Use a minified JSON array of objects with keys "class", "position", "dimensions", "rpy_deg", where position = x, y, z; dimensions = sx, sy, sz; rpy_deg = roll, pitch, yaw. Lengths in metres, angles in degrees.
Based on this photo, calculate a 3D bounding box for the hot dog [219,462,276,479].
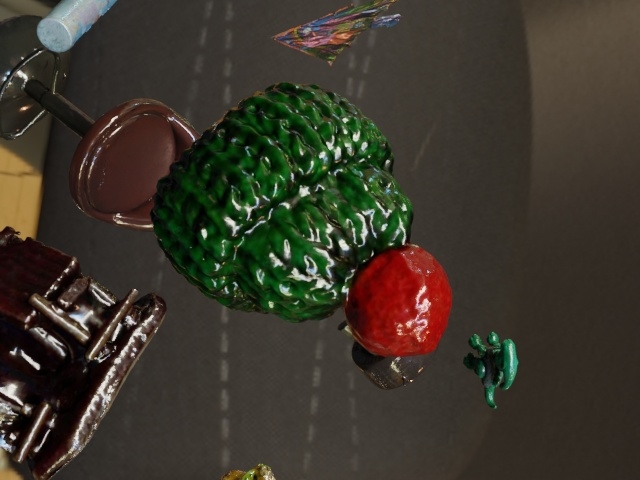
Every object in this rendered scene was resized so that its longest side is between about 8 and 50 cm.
[{"class":"hot dog","position":[-0.082,0.328,0.944],"dimensions":[0.104,0.076,0.250],"rpy_deg":[33,-72,60]}]

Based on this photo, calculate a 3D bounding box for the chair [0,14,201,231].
[{"class":"chair","position":[-0.381,-0.185,1.612],"dimensions":[0.401,0.226,0.226],"rpy_deg":[35,-62,27]}]

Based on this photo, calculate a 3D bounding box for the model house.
[{"class":"model house","position":[-0.268,0.098,0.903],"dimensions":[0.141,0.164,0.203],"rpy_deg":[-15,-140,48]}]

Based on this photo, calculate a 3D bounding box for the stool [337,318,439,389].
[{"class":"stool","position":[0.104,0.135,1.503],"dimensions":[0.125,0.121,0.217],"rpy_deg":[-34,-159,20]}]

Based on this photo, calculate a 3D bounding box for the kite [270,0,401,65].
[{"class":"kite","position":[0.024,-0.331,1.583],"dimensions":[0.321,0.234,0.016],"rpy_deg":[-29,-103,64]}]

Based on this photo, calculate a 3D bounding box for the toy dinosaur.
[{"class":"toy dinosaur","position":[0.265,0.196,1.512],"dimensions":[0.096,0.059,0.132],"rpy_deg":[-127,-145,-58]}]

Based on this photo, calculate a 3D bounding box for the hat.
[{"class":"hat","position":[0.000,0.000,1.077],"dimensions":[0.274,0.242,0.332],"rpy_deg":[-47,-116,1]}]

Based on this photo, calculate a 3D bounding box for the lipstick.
[{"class":"lipstick","position":[-0.295,-0.289,1.229],"dimensions":[0.048,0.048,0.158],"rpy_deg":[-57,-173,41]}]
